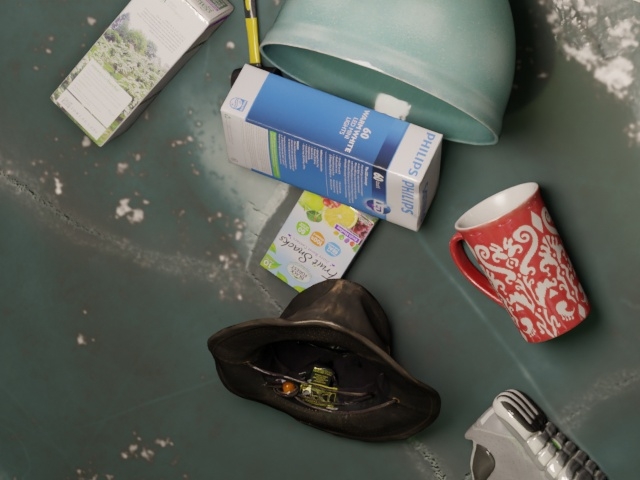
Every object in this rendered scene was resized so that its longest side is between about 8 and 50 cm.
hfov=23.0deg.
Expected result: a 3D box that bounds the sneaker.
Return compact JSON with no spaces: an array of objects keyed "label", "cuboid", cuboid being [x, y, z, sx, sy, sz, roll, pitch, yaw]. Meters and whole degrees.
[{"label":"sneaker","cuboid":[0.274,0.309,2.012,0.228,0.086,0.132,50,120,9]}]

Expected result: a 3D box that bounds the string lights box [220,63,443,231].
[{"label":"string lights box","cuboid":[0.014,-0.111,1.924,0.260,0.076,0.133,21,156,11]}]

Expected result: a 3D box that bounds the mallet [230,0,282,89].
[{"label":"mallet","cuboid":[-0.095,-0.271,1.972,0.062,0.039,0.189,-8,99,23]}]

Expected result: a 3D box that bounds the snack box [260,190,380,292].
[{"label":"snack box","cuboid":[0.000,0.000,2.021,0.100,0.037,0.141,35,115,6]}]

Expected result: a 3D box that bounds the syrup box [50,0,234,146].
[{"label":"syrup box","cuboid":[-0.225,-0.237,1.990,0.093,0.096,0.237,45,115,-1]}]

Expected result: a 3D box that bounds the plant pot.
[{"label":"plant pot","cuboid":[0.100,-0.253,1.796,0.293,0.293,0.196,21,86,12]}]

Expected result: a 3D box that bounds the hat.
[{"label":"hat","cuboid":[0.019,0.131,1.978,0.331,0.134,0.331,15,154,8]}]

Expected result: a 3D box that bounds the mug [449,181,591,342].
[{"label":"mug","cuboid":[0.247,0.028,1.927,0.113,0.150,0.169,-32,101,-12]}]

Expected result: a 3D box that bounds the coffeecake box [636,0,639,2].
[{"label":"coffeecake box","cuboid":[0.374,-0.354,1.719,0.142,0.068,0.185,25,133,27]}]
